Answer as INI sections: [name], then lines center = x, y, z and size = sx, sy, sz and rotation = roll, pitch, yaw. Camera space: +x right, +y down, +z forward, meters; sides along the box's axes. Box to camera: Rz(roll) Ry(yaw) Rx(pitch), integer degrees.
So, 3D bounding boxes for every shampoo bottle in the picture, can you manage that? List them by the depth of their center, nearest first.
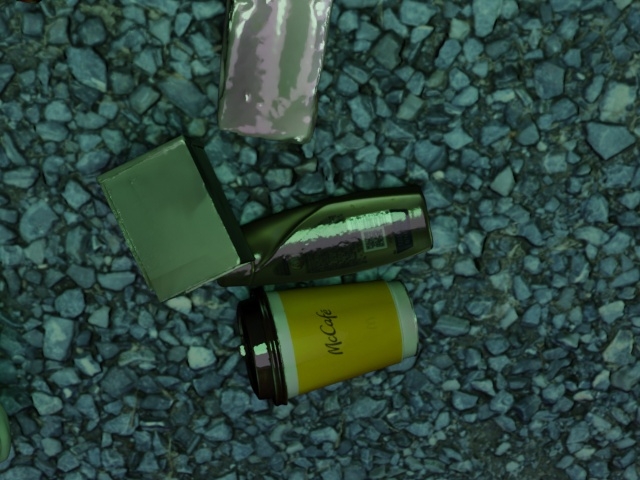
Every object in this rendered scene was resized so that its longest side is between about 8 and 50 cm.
[shampoo bottle]
center = 0.000, 0.000, 1.725
size = 0.350, 0.084, 0.125
rotation = -13, 110, 1

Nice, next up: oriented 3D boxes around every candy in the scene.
[candy]
center = -0.068, -0.284, 1.588
size = 0.156, 0.116, 0.265
rotation = 5, 111, -8

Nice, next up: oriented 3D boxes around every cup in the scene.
[cup]
center = 0.008, 0.153, 1.740
size = 0.280, 0.196, 0.196
rotation = -10, 112, -8

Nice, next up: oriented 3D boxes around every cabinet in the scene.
[cabinet]
center = -0.214, -0.029, 1.625
size = 0.150, 0.145, 0.206
rotation = -25, 89, 5

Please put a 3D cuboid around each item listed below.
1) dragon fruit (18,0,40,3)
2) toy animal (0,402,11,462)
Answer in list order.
[dragon fruit]
center = -0.360, -0.407, 1.512
size = 0.236, 0.135, 0.137
rotation = -12, 107, -19
[toy animal]
center = -0.594, 0.185, 1.695
size = 0.196, 0.241, 0.367
rotation = -8, 98, -10
